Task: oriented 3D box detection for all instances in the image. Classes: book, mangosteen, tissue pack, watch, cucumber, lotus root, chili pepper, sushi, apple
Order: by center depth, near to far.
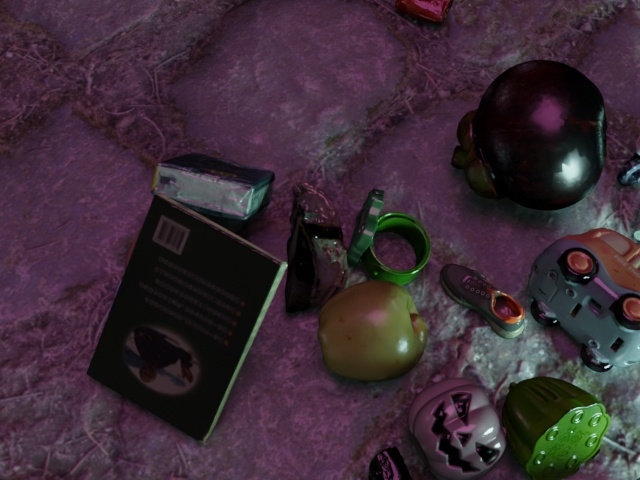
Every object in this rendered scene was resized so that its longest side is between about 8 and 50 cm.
[{"bbox_3d":[0.142,0.470,1.644,0.074,0.074,0.241,-16,64,-10],"label":"cucumber"},{"bbox_3d":[-0.238,0.137,1.693,0.260,0.043,0.371,29,109,11],"label":"book"},{"bbox_3d":[0.383,0.304,1.707,0.186,0.186,0.186,1,61,-1],"label":"lotus root"},{"bbox_3d":[0.093,0.163,1.751,0.200,0.200,0.200,1,61,-1],"label":"apple"},{"bbox_3d":[-0.198,-0.104,1.858,0.185,0.257,0.081,15,101,4],"label":"tissue pack"},{"bbox_3d":[0.138,-0.004,1.882,0.152,0.131,0.165,22,61,-2],"label":"watch"},{"bbox_3d":[-0.005,0.004,1.884,0.109,0.134,0.273,9,45,-12],"label":"sushi"},{"bbox_3d":[0.415,-0.208,1.914,0.300,0.300,0.300,1,61,-1],"label":"mangosteen"},{"bbox_3d":[0.232,-0.534,2.206,0.123,0.073,0.070,23,21,8],"label":"chili pepper"}]

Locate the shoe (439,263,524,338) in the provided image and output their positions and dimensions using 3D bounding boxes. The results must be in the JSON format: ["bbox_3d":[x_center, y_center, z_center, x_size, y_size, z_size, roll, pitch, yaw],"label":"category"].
[{"bbox_3d":[0.311,0.102,1.849,0.074,0.077,0.194,-41,70,-20],"label":"shoe"}]

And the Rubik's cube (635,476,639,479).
[{"bbox_3d":[0.578,0.503,1.605,0.254,0.254,0.254,1,61,-1],"label":"Rubik's cube"}]

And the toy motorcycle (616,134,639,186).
[{"bbox_3d":[0.720,-0.205,1.961,0.239,0.204,0.108,-31,55,-21],"label":"toy motorcycle"}]

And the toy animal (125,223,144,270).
[{"bbox_3d":[-0.239,0.056,1.809,0.256,0.195,0.213,31,28,10],"label":"toy animal"}]

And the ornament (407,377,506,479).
[{"bbox_3d":[0.239,0.322,1.671,0.177,0.177,0.177,1,61,-1],"label":"ornament"}]

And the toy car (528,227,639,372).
[{"bbox_3d":[0.536,0.091,1.815,0.270,0.180,0.212,43,57,19],"label":"toy car"}]

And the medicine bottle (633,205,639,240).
[{"bbox_3d":[0.657,-0.042,1.956,0.047,0.047,0.083,19,62,9],"label":"medicine bottle"}]
